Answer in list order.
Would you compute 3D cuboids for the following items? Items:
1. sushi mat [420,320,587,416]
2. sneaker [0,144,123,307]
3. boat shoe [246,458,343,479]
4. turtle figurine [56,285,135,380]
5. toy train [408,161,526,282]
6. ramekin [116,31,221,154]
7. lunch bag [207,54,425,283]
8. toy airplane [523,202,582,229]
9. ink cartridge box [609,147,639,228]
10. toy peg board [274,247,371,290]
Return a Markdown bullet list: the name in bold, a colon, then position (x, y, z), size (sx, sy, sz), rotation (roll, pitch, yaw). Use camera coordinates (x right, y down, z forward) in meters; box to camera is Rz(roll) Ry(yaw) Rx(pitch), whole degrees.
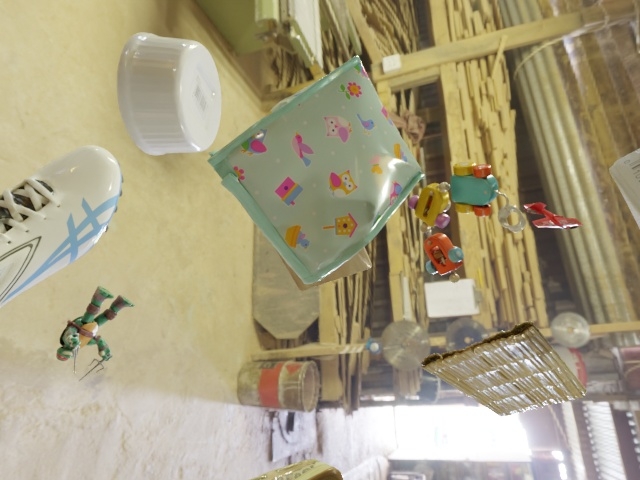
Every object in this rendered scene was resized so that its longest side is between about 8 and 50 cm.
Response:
- **sushi mat**: position (0.285, 0.204, 0.623), size (0.316, 0.151, 0.019), rotation (39, 35, -39)
- **sneaker**: position (-0.265, -0.001, 0.349), size (0.237, 0.085, 0.086), rotation (-50, 174, -23)
- **boat shoe**: position (-0.096, 0.448, 0.701), size (0.285, 0.089, 0.105), rotation (-1, 88, -33)
- **turtle figurine**: position (-0.588, 0.236, 1.059), size (0.234, 0.118, 0.175), rotation (-58, 169, -12)
- **toy train**: position (0.178, -0.026, 0.524), size (0.046, 0.166, 0.125), rotation (-25, 77, -33)
- **ramekin**: position (-0.341, -0.339, 0.998), size (0.277, 0.135, 0.277), rotation (5, 90, -82)
- **lunch bag**: position (-0.005, -0.095, 0.606), size (0.262, 0.160, 0.223), rotation (-45, 109, -30)
- **toy airplane**: position (0.573, -0.060, 1.053), size (0.028, 0.151, 0.151), rotation (-69, 159, -5)
- **ink cartridge box**: position (0.467, 0.081, 0.468), size (0.307, 0.072, 0.304), rotation (30, 38, -35)
- **toy peg board**: position (0.000, 0.000, 0.858), size (0.079, 0.160, 0.161), rotation (-95, 162, -54)
